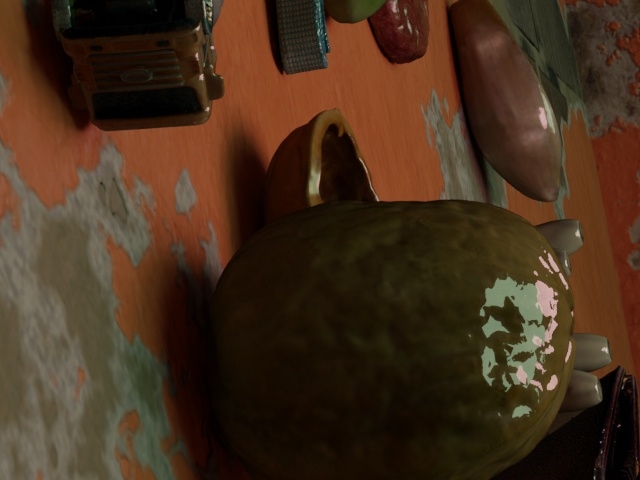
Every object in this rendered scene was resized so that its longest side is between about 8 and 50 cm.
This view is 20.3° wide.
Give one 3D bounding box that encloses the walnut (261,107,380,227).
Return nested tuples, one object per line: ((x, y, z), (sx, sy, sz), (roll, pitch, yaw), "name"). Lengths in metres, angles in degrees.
((-0.002, -0.001, 1.513), (0.167, 0.087, 0.211), (21, 56, -63), "walnut")

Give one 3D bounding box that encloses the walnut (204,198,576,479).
((0.051, 0.082, 1.305), (0.227, 0.282, 0.283), (78, 11, -49), "walnut")

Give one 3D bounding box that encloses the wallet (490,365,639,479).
((0.251, 0.275, 1.927), (0.071, 0.221, 0.262), (37, 35, -15), "wallet")

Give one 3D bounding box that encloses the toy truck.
((-0.112, -0.176, 1.245), (0.257, 0.108, 0.140), (-89, 173, -46), "toy truck")

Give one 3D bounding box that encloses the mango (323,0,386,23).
((0.040, -0.309, 1.894), (0.130, 0.091, 0.195), (63, 31, -48), "mango")

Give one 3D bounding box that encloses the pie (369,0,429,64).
((0.089, -0.298, 2.111), (0.182, 0.049, 0.182), (-12, 90, -72), "pie")

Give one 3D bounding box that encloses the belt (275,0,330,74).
((-0.023, -0.248, 1.672), (0.100, 0.065, 0.179), (62, 20, -71), "belt")

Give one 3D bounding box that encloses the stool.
((0.202, 0.095, 1.950), (0.195, 0.198, 0.195), (-47, 125, -72), "stool")

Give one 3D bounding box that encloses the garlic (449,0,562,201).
((0.255, -0.204, 2.499), (0.143, 0.112, 0.318), (110, -35, -77), "garlic")
